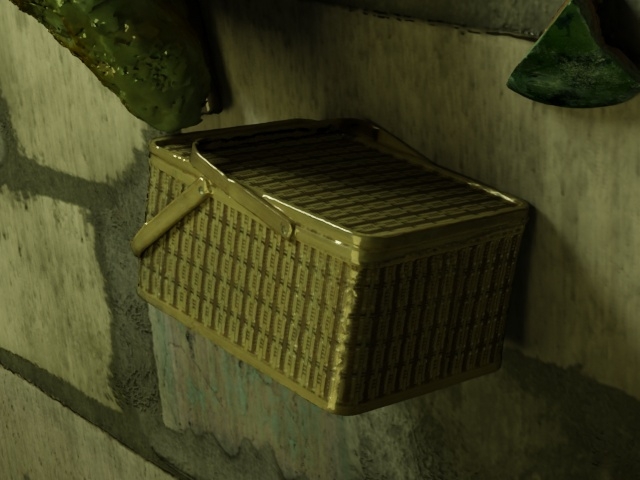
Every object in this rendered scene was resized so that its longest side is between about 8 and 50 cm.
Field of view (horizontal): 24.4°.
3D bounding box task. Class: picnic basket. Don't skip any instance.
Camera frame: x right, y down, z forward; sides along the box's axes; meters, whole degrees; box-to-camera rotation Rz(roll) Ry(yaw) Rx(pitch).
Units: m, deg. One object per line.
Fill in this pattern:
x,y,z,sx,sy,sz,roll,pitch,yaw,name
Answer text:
0.000,0.000,1.333,0.313,0.228,0.175,26,117,42,picnic basket

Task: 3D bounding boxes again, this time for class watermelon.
0.201,-0.143,1.180,0.101,0.080,0.155,33,141,-12,watermelon

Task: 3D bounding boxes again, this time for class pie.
-0.251,-0.296,1.367,0.418,0.180,0.395,51,-169,-23,pie

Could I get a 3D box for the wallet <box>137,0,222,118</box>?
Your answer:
-0.190,-0.281,1.603,0.165,0.042,0.309,-1,107,51,wallet
